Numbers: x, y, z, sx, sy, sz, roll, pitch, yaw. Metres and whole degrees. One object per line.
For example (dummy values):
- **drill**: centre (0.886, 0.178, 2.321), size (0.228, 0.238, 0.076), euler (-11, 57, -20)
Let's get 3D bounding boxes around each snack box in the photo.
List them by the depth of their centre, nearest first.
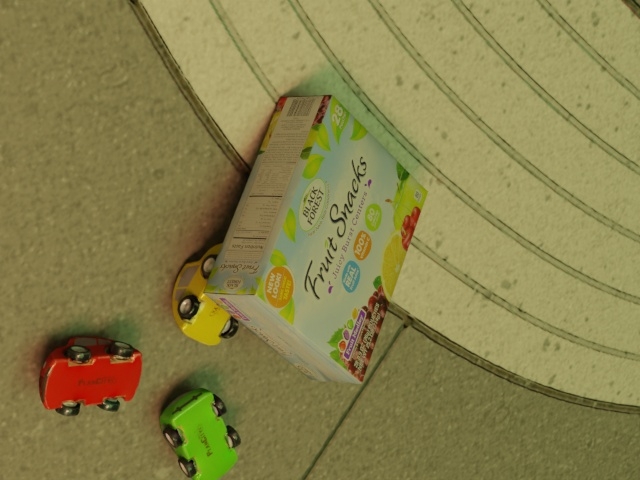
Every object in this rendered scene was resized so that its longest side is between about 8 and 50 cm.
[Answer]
- **snack box**: centre (0.000, 0.000, 1.630), size (0.174, 0.070, 0.207), euler (43, 57, -42)

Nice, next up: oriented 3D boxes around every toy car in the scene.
- **toy car**: centre (-0.136, 0.131, 1.644), size (0.239, 0.053, 0.225), euler (-34, 129, -20)
